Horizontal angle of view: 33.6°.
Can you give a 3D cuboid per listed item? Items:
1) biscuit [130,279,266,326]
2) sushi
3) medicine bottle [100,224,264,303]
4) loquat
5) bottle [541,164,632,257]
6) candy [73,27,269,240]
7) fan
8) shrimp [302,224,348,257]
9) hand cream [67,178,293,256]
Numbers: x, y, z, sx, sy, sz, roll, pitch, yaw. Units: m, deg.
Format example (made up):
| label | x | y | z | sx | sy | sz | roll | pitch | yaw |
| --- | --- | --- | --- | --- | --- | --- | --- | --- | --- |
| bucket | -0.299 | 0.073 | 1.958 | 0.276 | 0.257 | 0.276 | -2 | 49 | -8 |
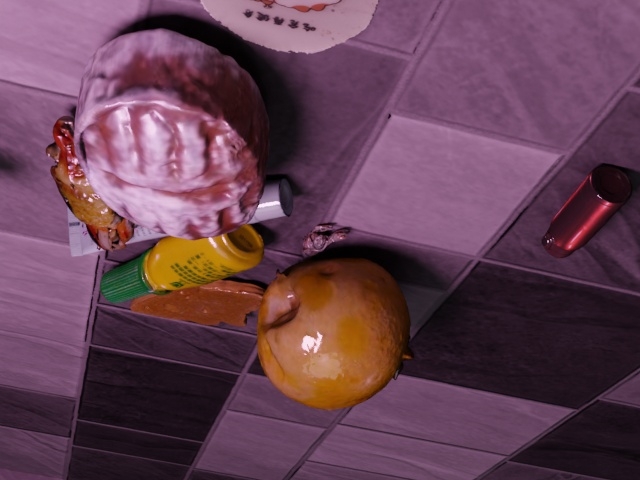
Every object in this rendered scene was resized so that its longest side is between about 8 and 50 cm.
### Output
| label | x | y | z | sx | sy | sz | roll | pitch | yaw |
| --- | --- | --- | --- | --- | --- | --- | --- | --- | --- |
| biscuit | -0.195 | 0.096 | 1.703 | 0.250 | 0.035 | 0.162 | -6 | 143 | 20 |
| sushi | -0.275 | -0.071 | 1.349 | 0.097 | 0.103 | 0.226 | 30 | 155 | 33 |
| medicine bottle | -0.216 | 0.036 | 1.558 | 0.309 | 0.076 | 0.111 | -21 | 138 | 39 |
| loquat | 0.026 | 0.133 | 1.524 | 0.244 | 0.243 | 0.244 | 5 | 151 | 3 |
| bottle | 0.330 | -0.030 | 1.339 | 0.060 | 0.060 | 0.164 | 11 | 151 | -7 |
| candy | -0.166 | -0.108 | 1.208 | 0.214 | 0.157 | 0.289 | -2 | 150 | 6 |
| fan | -0.021 | -0.281 | 1.017 | 0.191 | 0.009 | 0.329 | 13 | 151 | -9 |
| shrimp | -0.001 | -0.003 | 1.496 | 0.038 | 0.029 | 0.092 | 36 | 135 | -28 |
| hand cream | -0.199 | -0.038 | 1.428 | 0.331 | 0.085 | 0.058 | -7 | 177 | 17 |
